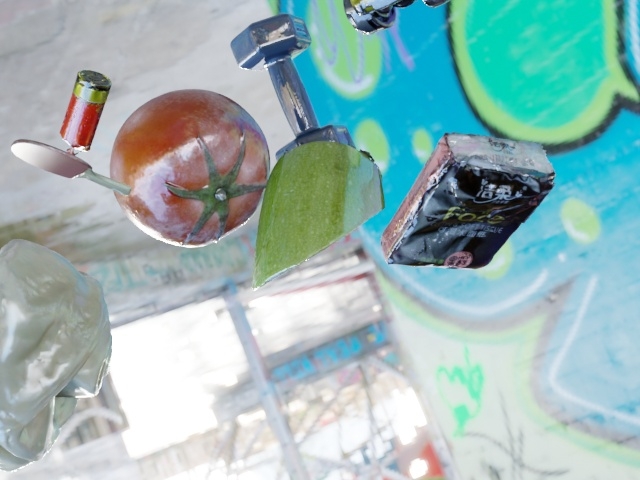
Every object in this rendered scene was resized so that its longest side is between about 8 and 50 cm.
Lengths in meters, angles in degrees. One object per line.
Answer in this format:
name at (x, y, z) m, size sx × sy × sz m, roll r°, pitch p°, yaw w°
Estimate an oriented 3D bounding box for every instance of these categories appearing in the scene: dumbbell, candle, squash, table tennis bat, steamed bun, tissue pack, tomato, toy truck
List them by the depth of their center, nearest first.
table tennis bat at (-0.306, -0.090, 1.353) m, size 0.156 × 0.013 × 0.087 m, roll 24°, pitch 160°, yaw -25°
toy truck at (0.106, -0.383, 1.424) m, size 0.147 × 0.165 × 0.224 m, roll -17°, pitch -160°, yaw 38°
squash at (0.000, 0.000, 1.548) m, size 0.189 × 0.260 × 0.189 m, roll 0°, pitch 136°, yaw 0°
candle at (-0.340, -0.177, 1.568) m, size 0.052 × 0.052 × 0.130 m, roll -11°, pitch 132°, yaw -49°
steamed bun at (-0.473, 0.183, 1.796) m, size 0.255 × 0.367 × 0.342 m, roll 9°, pitch -171°, yaw -30°
tomato at (-0.221, -0.124, 1.819) m, size 0.265 × 0.265 × 0.265 m, roll -22°, pitch 170°, yaw -4°
dumbbell at (-0.052, -0.277, 2.133) m, size 0.156 × 0.316 × 0.143 m, roll -22°, pitch 176°, yaw -8°
tissue pack at (0.282, -0.065, 2.156) m, size 0.245 × 0.123 × 0.332 m, roll 3°, pitch 141°, yaw -24°
